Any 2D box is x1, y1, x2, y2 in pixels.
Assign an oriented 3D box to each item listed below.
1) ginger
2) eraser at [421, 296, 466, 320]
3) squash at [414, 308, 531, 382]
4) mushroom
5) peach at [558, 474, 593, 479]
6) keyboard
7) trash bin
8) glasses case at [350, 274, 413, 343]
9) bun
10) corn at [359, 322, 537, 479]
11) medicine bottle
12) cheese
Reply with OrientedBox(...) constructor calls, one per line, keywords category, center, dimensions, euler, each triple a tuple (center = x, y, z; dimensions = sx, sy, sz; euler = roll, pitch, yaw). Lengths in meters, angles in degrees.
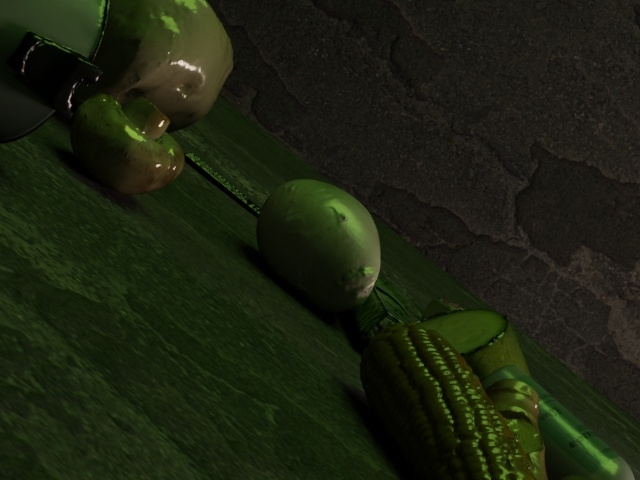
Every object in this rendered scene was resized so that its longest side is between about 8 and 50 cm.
OrientedBox(category="ginger", center=(0.202, 0.253, 1.386), dimensions=(0.086, 0.131, 0.294), euler=(28, 23, -15))
OrientedBox(category="eraser", center=(0.273, 0.172, 2.467), dimensions=(0.117, 0.058, 0.172), euler=(41, 8, 28))
OrientedBox(category="squash", center=(0.230, 0.246, 1.914), dimensions=(0.189, 0.189, 0.260), euler=(-123, -165, -70))
OrientedBox(category="mushroom", center=(-0.232, -0.116, 1.549), dimensions=(0.148, 0.112, 0.148), euler=(38, -2, 2))
OrientedBox(category="peach", center=(0.311, 0.327, 1.561), dimensions=(0.083, 0.083, 0.083), euler=(37, 7, -5))
OrientedBox(category="keyboard", center=(-0.147, -0.083, 2.180), dimensions=(0.204, 0.013, 0.061), euler=(38, 7, 1))
OrientedBox(category="trash bin", center=(-0.372, -0.248, 1.252), dimensions=(0.263, 0.217, 0.277), euler=(31, 4, -43))
OrientedBox(category="glasses case", center=(0.091, 0.112, 1.845), dimensions=(0.095, 0.062, 0.272), euler=(50, 4, -14))
OrientedBox(category="bun", center=(-0.294, -0.274, 1.840), dimensions=(0.362, 0.234, 0.326), euler=(24, -9, 34))
OrientedBox(category="corn", center=(0.132, 0.193, 1.353), dimensions=(0.120, 0.120, 0.363), euler=(34, 9, -28))
OrientedBox(category="medicine bottle", center=(0.342, 0.310, 1.683), dimensions=(0.352, 0.110, 0.110), euler=(42, 8, 31))
OrientedBox(category="cheese", center=(0.000, 0.000, 1.811), dimensions=(0.189, 0.154, 0.198), euler=(33, 6, -7))
